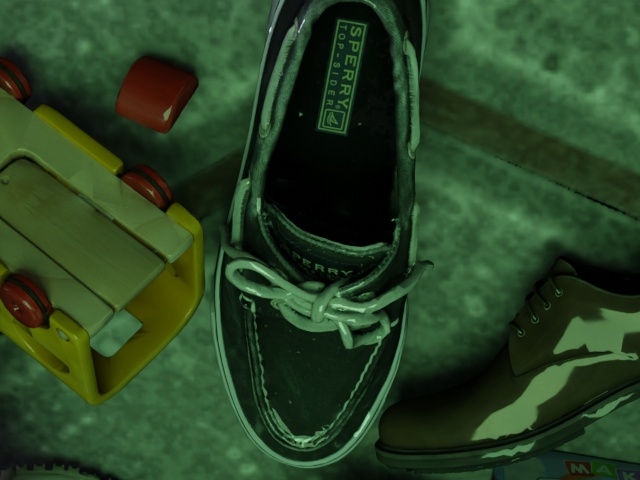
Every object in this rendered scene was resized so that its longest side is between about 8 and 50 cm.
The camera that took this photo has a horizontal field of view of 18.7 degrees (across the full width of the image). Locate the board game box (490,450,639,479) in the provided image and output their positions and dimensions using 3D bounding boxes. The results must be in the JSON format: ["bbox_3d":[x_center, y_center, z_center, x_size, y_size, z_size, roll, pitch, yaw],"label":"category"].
[{"bbox_3d":[0.172,0.190,1.023,0.160,0.211,0.039,9,117,-2],"label":"board game box"}]

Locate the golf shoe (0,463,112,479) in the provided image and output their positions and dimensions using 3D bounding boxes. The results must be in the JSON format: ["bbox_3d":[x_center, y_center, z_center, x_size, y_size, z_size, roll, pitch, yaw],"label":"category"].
[{"bbox_3d":[-0.119,0.194,1.114,0.176,0.086,0.069,31,117,-11],"label":"golf shoe"}]

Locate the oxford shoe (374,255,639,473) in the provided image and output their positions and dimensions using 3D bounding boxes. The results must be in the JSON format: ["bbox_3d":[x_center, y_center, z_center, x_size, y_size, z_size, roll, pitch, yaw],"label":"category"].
[{"bbox_3d":[0.126,0.058,1.041,0.227,0.083,0.096,-23,98,12],"label":"oxford shoe"}]

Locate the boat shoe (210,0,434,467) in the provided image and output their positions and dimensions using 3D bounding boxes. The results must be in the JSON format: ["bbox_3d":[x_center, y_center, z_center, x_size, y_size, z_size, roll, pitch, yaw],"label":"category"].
[{"bbox_3d":[0.004,0.000,0.992,0.113,0.105,0.306,12,118,-3],"label":"boat shoe"}]

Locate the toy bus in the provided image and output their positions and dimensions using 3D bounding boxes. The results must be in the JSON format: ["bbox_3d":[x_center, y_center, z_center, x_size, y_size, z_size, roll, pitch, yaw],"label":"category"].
[{"bbox_3d":[-0.155,-0.007,0.994,0.191,0.202,0.104,-2,148,-3],"label":"toy bus"}]
